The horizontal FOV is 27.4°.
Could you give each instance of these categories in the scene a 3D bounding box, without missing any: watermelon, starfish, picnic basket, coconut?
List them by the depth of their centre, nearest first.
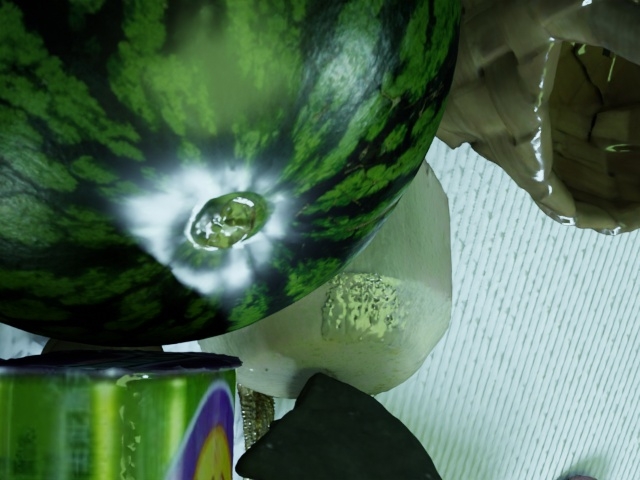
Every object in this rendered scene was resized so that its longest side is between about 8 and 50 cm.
[{"bbox_3d":[-0.079,-0.097,0.562,0.285,0.285,0.285,-23,132,-28],"label":"watermelon"},{"bbox_3d":[0.000,0.000,0.791,0.171,0.182,0.171,-2,152,-1],"label":"coconut"},{"bbox_3d":[0.255,-0.138,0.798,0.293,0.337,0.337,-8,124,-38],"label":"picnic basket"},{"bbox_3d":[-0.036,0.096,0.912,0.133,0.041,0.130,-51,148,-10],"label":"starfish"}]

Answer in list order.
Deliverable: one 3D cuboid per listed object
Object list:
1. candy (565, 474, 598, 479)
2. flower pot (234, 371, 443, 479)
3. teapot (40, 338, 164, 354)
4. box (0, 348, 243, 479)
[{"bbox_3d":[0.249,0.282,1.304,0.103,0.043,0.103,-23,132,-29],"label":"candy"},{"bbox_3d":[-0.048,0.235,0.721,0.379,0.379,0.251,-19,139,-31],"label":"flower pot"},{"bbox_3d":[-0.111,0.091,0.784,0.080,0.110,0.085,-14,109,-67],"label":"teapot"},{"bbox_3d":[-0.082,0.217,0.506,0.134,0.097,0.345,19,72,-82],"label":"box"}]
